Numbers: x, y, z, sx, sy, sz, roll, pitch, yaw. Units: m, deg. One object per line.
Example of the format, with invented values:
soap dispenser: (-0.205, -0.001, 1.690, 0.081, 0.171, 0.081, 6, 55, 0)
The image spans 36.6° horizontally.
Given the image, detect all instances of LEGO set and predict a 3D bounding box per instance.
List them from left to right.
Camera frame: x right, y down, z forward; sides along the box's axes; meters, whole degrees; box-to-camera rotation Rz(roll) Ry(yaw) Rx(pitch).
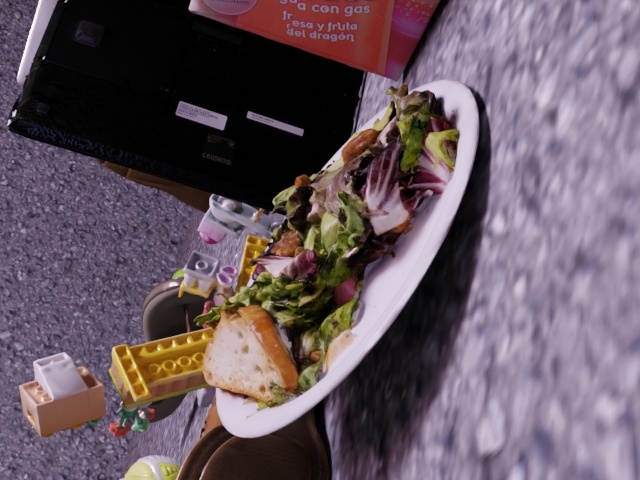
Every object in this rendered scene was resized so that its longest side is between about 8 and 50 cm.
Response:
LEGO set: (-0.100, 0.086, 0.745, 0.287, 0.132, 0.107, -52, -14, -46)

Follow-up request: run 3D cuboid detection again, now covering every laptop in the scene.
laptop: (-0.094, -0.130, 0.776, 0.136, 0.234, 0.264, 122, 161, -60)

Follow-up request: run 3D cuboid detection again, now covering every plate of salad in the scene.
plate of salad: (0.000, 0.000, 0.466, 0.200, 0.048, 0.200, -48, 20, 24)

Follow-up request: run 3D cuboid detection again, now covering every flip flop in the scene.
flip flop: (-0.170, 0.142, 1.158, 0.277, 0.112, 0.080, -63, 40, 36)

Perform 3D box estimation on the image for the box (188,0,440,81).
box: (0.025, -0.273, 0.630, 0.154, 0.142, 0.300, 119, 164, -49)

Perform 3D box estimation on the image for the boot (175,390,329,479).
boot: (-0.047, 0.140, 0.553, 0.152, 0.073, 0.197, -60, 4, 48)

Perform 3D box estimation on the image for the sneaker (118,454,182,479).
sneaker: (-0.212, 0.333, 1.062, 0.240, 0.091, 0.126, 119, 164, -48)

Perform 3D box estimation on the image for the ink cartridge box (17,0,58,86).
ink cartridge box: (-0.128, -0.206, 0.957, 0.117, 0.283, 0.207, -151, 78, -76)

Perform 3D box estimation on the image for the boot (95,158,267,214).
boot: (-0.157, -0.157, 1.120, 0.095, 0.262, 0.203, -39, 31, 47)

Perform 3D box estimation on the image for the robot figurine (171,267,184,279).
robot figurine: (-0.203, 0.092, 1.478, 0.101, 0.067, 0.115, -14, 55, 46)
